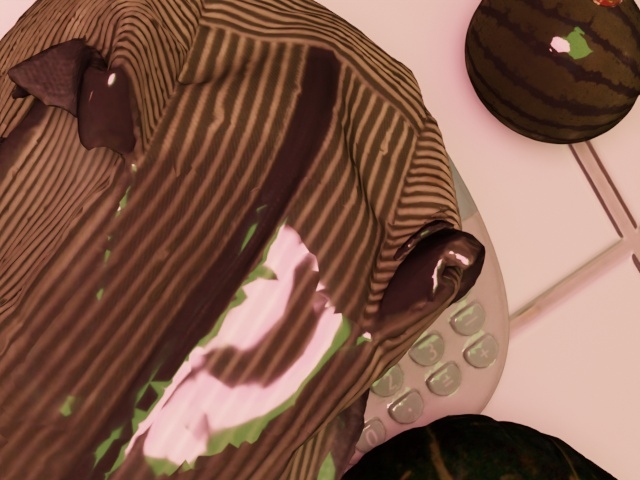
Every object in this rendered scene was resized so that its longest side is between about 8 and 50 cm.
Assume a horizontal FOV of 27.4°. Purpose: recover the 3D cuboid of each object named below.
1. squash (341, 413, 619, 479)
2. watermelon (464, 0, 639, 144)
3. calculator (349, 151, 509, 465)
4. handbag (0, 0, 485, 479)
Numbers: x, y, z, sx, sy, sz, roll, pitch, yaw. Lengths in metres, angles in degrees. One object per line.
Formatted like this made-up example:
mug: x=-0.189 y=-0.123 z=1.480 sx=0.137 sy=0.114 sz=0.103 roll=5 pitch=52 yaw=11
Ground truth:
squash: x=0.088 y=0.203 z=0.734 sx=0.218 sy=0.172 sz=0.218 roll=-7 pitch=105 yaw=-27
watermelon: x=0.150 y=-0.104 z=0.767 sx=0.133 sy=0.105 sz=0.105 roll=29 pitch=86 yaw=5
calculator: x=0.000 y=0.000 z=0.773 sx=0.184 sy=0.042 sz=0.295 roll=-35 pitch=103 yaw=-10
handbag: x=-0.091 y=0.034 z=0.618 sx=0.247 sy=0.240 sz=0.341 roll=35 pitch=99 yaw=-13
